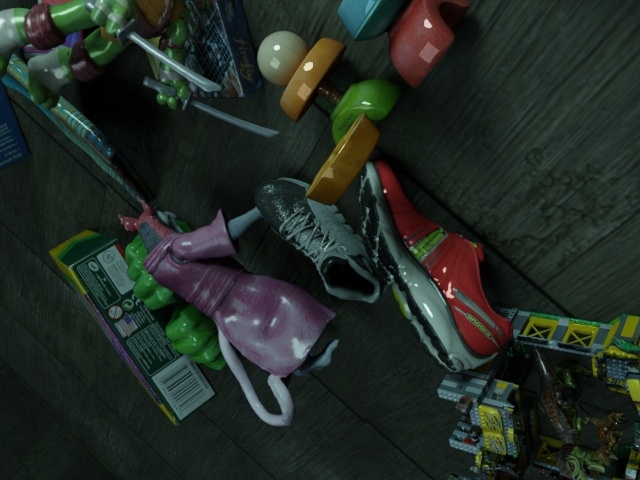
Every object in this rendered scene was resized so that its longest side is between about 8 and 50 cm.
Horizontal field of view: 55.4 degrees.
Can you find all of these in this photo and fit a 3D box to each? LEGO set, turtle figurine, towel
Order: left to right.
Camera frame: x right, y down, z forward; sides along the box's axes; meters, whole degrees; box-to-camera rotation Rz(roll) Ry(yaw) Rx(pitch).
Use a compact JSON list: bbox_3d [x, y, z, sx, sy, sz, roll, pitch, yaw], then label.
[{"bbox_3d":[-0.436,-0.213,0.990,0.370,0.040,0.271,42,170,5],"label":"towel"},{"bbox_3d":[-0.218,-0.198,0.672,0.266,0.198,0.274,-14,108,11],"label":"turtle figurine"},{"bbox_3d":[0.274,0.243,0.725,0.255,0.192,0.331,15,131,32],"label":"LEGO set"}]

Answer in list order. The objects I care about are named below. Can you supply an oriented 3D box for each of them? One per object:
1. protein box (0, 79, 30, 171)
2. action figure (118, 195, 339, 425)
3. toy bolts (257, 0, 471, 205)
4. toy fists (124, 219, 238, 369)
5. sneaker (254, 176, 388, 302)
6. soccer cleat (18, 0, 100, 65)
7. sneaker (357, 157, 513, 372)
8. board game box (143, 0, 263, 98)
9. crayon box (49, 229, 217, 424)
[{"bbox_3d":[-0.724,-0.225,1.194,0.136,0.200,0.201,20,134,28],"label":"protein box"},{"bbox_3d":[-0.158,0.080,0.924,0.370,0.275,0.248,34,147,-7],"label":"action figure"},{"bbox_3d":[0.011,-0.176,0.603,0.158,0.218,0.228,34,133,-7],"label":"toy bolts"},{"bbox_3d":[-0.239,0.103,1.079,0.096,0.142,0.279,-24,105,33],"label":"toy fists"},{"bbox_3d":[0.000,0.000,0.799,0.229,0.132,0.086,38,103,0],"label":"sneaker"},{"bbox_3d":[-0.348,-0.286,0.867,0.116,0.109,0.318,58,147,-5],"label":"soccer cleat"},{"bbox_3d":[0.132,0.017,0.730,0.107,0.118,0.279,102,144,-70],"label":"sneaker"},{"bbox_3d":[-0.176,-0.305,0.779,0.165,0.042,0.243,11,128,35],"label":"board game box"},{"bbox_3d":[-0.385,0.160,1.230,0.313,0.106,0.362,10,131,61],"label":"crayon box"}]
